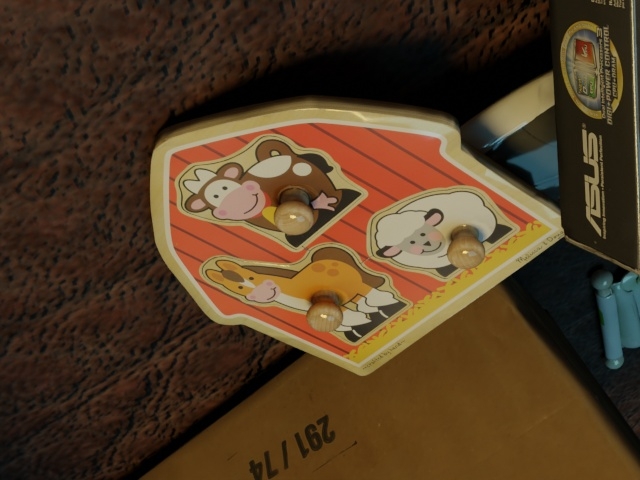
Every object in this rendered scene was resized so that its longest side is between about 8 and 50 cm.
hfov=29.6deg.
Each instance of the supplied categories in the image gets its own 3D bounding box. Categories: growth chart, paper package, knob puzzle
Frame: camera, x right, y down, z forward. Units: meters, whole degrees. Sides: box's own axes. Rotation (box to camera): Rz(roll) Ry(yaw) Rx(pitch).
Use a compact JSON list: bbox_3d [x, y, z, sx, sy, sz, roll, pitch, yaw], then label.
[{"bbox_3d":[0.314,0.023,0.943,0.237,0.021,0.172,-27,145,-7],"label":"growth chart"},{"bbox_3d":[0.064,0.211,0.730,0.325,0.309,0.168,-39,142,9],"label":"paper package"},{"bbox_3d":[0.000,0.000,0.606,0.213,0.030,0.213,2,140,1],"label":"knob puzzle"}]

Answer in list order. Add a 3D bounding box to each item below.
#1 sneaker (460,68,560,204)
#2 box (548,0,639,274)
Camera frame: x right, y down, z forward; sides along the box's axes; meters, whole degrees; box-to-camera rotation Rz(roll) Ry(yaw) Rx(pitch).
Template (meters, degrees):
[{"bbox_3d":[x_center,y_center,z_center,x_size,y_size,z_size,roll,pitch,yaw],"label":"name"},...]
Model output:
[{"bbox_3d":[0.175,-0.027,0.653,0.296,0.147,0.104,-27,170,-9],"label":"sneaker"},{"bbox_3d":[0.202,-0.143,0.526,0.216,0.060,0.270,-17,114,-19],"label":"box"}]
